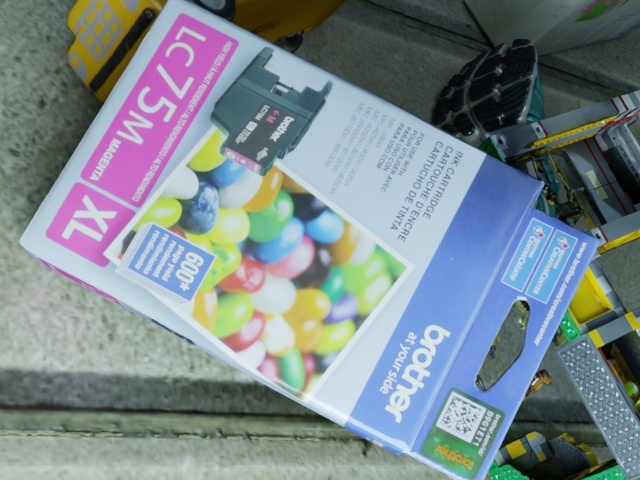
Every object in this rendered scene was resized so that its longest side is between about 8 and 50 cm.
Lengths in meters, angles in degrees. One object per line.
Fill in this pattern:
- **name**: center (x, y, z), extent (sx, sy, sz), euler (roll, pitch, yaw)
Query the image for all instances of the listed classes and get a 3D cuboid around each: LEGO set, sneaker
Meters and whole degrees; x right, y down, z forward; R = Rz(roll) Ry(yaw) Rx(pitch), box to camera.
- **LEGO set**: center (0.202, 0.047, 0.788), extent (0.192, 0.255, 0.331), euler (-19, 67, -31)
- **sneaker**: center (0.174, -0.076, 0.992), extent (0.110, 0.107, 0.275), euler (42, 42, -40)

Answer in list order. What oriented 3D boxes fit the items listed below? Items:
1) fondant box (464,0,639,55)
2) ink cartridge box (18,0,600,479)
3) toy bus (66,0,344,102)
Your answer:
- **fondant box**: center (0.351, -0.325, 1.205), extent (0.330, 0.238, 0.096), euler (-22, 78, -48)
- **ink cartridge box**: center (0.000, 0.000, 0.638), extent (0.311, 0.065, 0.185), euler (28, 79, 4)
- **toy bus**: center (-0.070, -0.217, 0.843), extent (0.130, 0.108, 0.333), euler (54, 41, 4)
